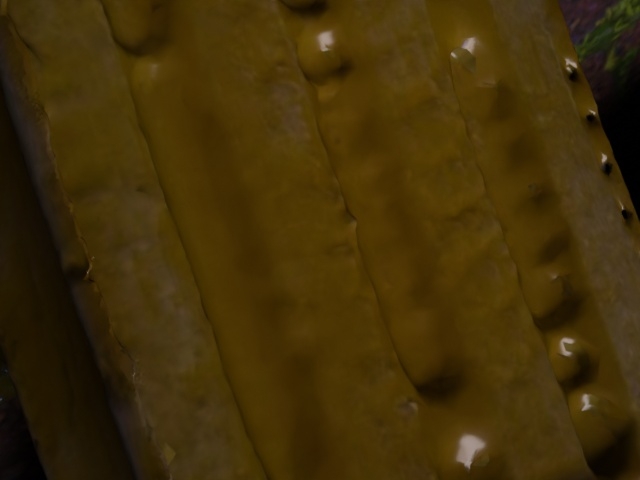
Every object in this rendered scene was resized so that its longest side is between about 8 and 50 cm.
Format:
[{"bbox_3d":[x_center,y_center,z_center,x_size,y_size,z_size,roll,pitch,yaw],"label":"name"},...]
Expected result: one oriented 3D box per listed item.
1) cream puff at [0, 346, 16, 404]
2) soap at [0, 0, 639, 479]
[{"bbox_3d":[-0.167,0.016,0.728,0.146,0.116,0.146,-23,142,-20],"label":"cream puff"},{"bbox_3d":[0.000,0.000,0.676,0.293,0.335,0.156,-19,176,-35],"label":"soap"}]
